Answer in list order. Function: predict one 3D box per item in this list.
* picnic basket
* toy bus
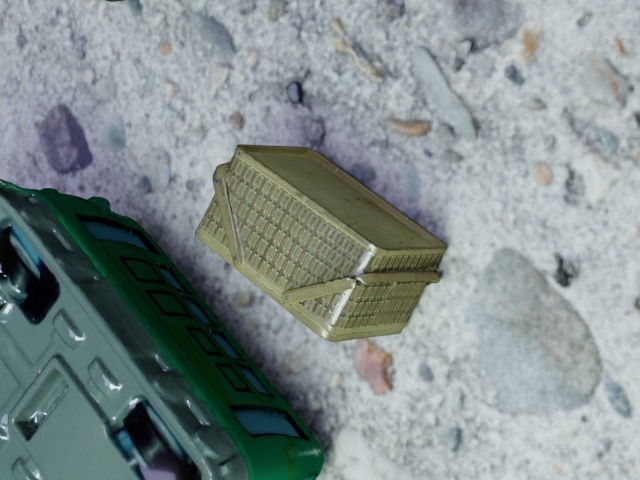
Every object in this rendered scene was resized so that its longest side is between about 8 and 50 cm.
[{"bbox_3d":[0.000,0.000,1.110,0.164,0.115,0.079,37,109,28],"label":"picnic basket"},{"bbox_3d":[-0.161,0.117,1.171,0.183,0.199,0.343,-50,64,21],"label":"toy bus"}]
